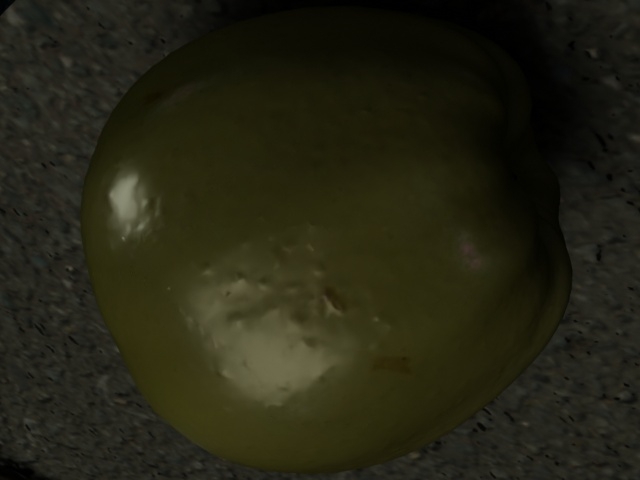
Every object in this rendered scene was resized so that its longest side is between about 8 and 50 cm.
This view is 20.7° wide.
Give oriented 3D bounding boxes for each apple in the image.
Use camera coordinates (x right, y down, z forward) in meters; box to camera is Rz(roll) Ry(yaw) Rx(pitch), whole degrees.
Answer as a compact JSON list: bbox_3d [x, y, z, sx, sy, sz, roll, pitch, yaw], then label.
[{"bbox_3d":[0.000,0.000,0.691,0.200,0.200,0.200,16,144,12],"label":"apple"}]

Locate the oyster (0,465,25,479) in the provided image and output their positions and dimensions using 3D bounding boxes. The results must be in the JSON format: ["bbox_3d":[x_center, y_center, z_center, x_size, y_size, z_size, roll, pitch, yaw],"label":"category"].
[{"bbox_3d":[-0.242,0.226,1.228,0.223,0.083,0.214,33,148,-23],"label":"oyster"}]

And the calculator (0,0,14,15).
[{"bbox_3d":[-0.195,-0.194,0.663,0.248,0.058,0.274,37,143,-18],"label":"calculator"}]
